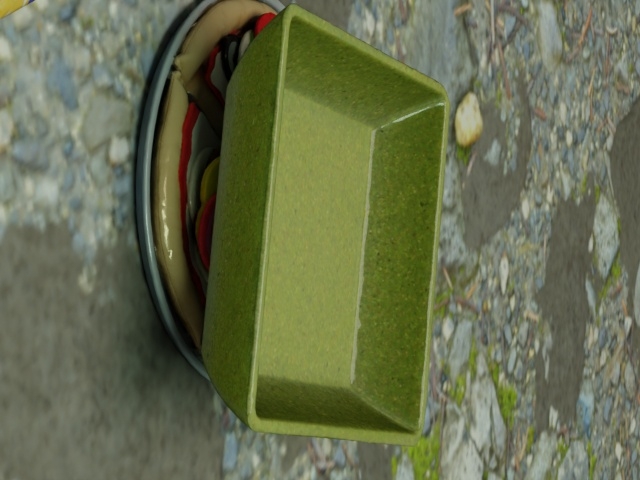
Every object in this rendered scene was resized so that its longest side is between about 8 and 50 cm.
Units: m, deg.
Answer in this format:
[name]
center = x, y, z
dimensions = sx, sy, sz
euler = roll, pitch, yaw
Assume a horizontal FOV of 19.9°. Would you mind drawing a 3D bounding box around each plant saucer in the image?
[plant saucer]
center = 0.000, 0.000, 0.874
dimensions = 0.188, 0.045, 0.188
euler = 17, 77, -62

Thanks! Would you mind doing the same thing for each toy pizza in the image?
[toy pizza]
center = -0.028, -0.025, 0.904
dimensions = 0.201, 0.032, 0.201
euler = -3, 93, -64

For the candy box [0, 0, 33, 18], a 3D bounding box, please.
[candy box]
center = -0.088, -0.254, 0.641
dimensions = 0.317, 0.122, 0.268
euler = -43, 138, -54
